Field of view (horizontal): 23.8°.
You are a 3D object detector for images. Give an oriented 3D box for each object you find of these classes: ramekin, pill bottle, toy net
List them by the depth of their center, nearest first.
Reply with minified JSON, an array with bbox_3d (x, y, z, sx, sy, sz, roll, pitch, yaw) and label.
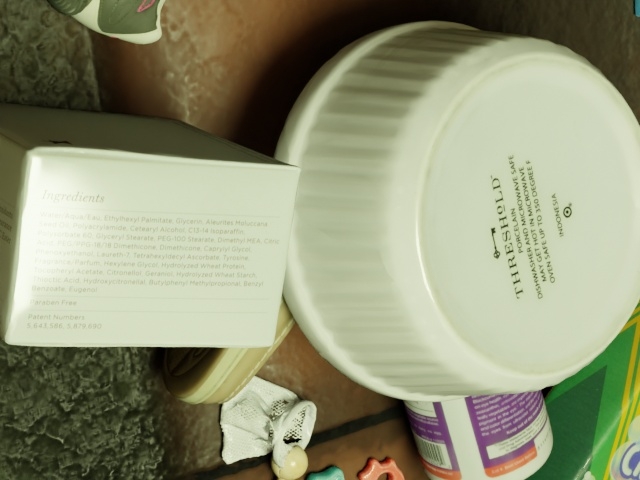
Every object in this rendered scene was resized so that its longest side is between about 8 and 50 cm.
[{"bbox_3d":[0.110,-0.018,1.029,0.273,0.127,0.273,-2,93,-35],"label":"ramekin"},{"bbox_3d":[0.109,0.089,1.180,0.108,0.108,0.193,-27,115,-22],"label":"pill bottle"},{"bbox_3d":[0.007,0.189,1.184,0.122,0.045,0.232,-37,118,-17],"label":"toy net"}]

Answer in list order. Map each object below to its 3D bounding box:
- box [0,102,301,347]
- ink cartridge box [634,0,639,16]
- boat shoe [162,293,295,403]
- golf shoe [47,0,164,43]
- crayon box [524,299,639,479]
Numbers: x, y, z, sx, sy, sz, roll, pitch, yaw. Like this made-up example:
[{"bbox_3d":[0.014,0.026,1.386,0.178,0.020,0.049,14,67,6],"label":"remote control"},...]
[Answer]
[{"bbox_3d":[-0.137,-0.013,0.966,0.182,0.181,0.119,3,102,-31],"label":"box"},{"bbox_3d":[0.310,-0.274,1.229,0.104,0.060,0.180,-14,109,-26],"label":"ink cartridge box"},{"bbox_3d":[0.000,0.000,1.097,0.098,0.109,0.302,40,76,-31],"label":"boat shoe"},{"bbox_3d":[-0.090,-0.258,0.992,0.273,0.105,0.120,-54,138,-1],"label":"golf shoe"},{"bbox_3d":[0.308,0.134,1.311,0.203,0.083,0.323,41,80,-38],"label":"crayon box"}]
